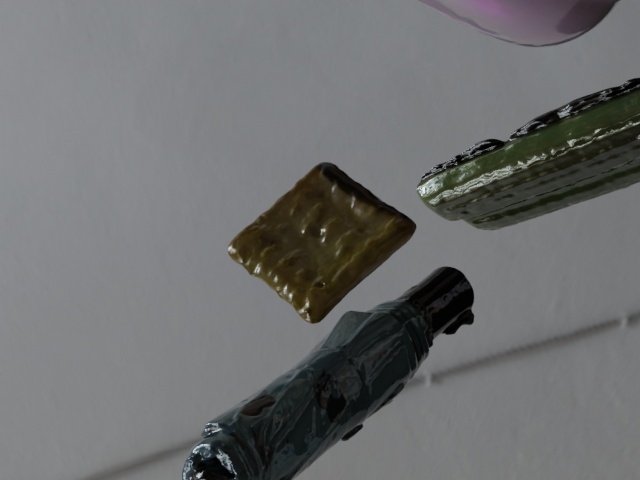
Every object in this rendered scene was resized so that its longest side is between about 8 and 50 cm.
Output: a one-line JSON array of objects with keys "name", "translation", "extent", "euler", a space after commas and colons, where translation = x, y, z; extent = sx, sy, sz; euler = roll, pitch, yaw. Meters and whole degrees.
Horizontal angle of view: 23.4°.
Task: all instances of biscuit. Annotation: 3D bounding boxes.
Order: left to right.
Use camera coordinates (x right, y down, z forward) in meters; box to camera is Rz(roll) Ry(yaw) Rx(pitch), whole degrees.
[{"name": "biscuit", "translation": [0.000, 0.000, 0.848], "extent": [0.081, 0.018, 0.083], "euler": [-42, -131, -13]}, {"name": "biscuit", "translation": [0.199, -0.064, 0.947], "extent": [0.322, 0.099, 0.038], "euler": [-22, -117, 38]}]

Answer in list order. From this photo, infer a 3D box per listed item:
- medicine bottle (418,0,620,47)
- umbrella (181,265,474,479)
[{"name": "medicine bottle", "translation": [0.093, -0.259, 0.618], "extent": [0.241, 0.241, 0.302], "euler": [40, -71, 14]}, {"name": "umbrella", "translation": [0.012, 0.072, 0.840], "extent": [0.052, 0.053, 0.250], "euler": [14, -149, 31]}]
